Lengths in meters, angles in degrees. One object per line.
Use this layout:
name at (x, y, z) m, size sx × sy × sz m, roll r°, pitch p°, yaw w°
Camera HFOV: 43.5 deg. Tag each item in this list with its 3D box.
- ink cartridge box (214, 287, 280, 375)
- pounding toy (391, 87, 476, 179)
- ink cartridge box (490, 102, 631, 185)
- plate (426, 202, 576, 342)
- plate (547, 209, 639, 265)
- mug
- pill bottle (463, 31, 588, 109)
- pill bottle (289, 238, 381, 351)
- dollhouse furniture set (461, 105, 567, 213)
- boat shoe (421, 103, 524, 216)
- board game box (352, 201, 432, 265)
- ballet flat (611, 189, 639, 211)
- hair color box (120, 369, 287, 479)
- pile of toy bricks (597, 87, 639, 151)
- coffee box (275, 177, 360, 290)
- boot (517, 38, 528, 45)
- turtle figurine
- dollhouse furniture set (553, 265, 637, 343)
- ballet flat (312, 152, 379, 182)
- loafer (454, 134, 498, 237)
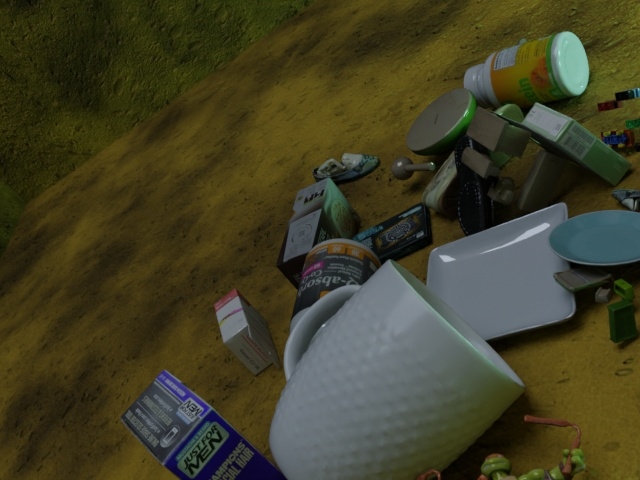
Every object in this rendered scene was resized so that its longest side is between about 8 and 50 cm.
ink cartridge box at (-0.156, 0.202, 1.699) m, size 0.067 × 0.115 × 0.198 m, roll -37°, pitch 29°, yaw 4°
pounding toy at (0.281, -0.216, 1.787) m, size 0.237 × 0.110 × 0.183 m, roll -56°, pitch 25°, yaw -15°
ink cartridge box at (0.441, -0.194, 1.491) m, size 0.056 × 0.171 × 0.235 m, roll -56°, pitch 27°, yaw 12°
plate at (0.311, 0.078, 1.399) m, size 0.277 × 0.045 × 0.278 m, roll -21°, pitch 34°, yaw 29°
plate at (0.464, 0.002, 1.297) m, size 0.188 × 0.024 × 0.188 m, roll -10°, pitch 25°, yaw 5°
mug at (0.071, 0.215, 1.239) m, size 0.328 × 0.276 × 0.374 m, roll -47°, pitch 41°, yaw 6°
pill bottle at (0.442, -0.358, 1.751) m, size 0.245 × 0.136 × 0.136 m, roll -7°, pitch 43°, yaw 45°
pill bottle at (0.029, 0.140, 1.523) m, size 0.162 × 0.162 × 0.278 m, roll -24°, pitch 33°, yaw 27°
dollhouse furniture set at (0.353, -0.149, 1.503) m, size 0.123 × 0.151 × 0.144 m, roll -123°, pitch 51°, yaw -63°
boat shoe at (0.317, -0.177, 1.681) m, size 0.285 × 0.104 × 0.089 m, roll -48°, pitch 33°, yaw -13°
board game box at (0.150, -0.002, 1.715) m, size 0.186 × 0.026 × 0.126 m, roll -27°, pitch 31°, yaw 23°
ballet flat at (0.538, -0.068, 1.345) m, size 0.114 × 0.041 × 0.041 m, roll -3°, pitch 46°, yaw 49°
hair color box at (-0.131, 0.359, 1.224) m, size 0.110 × 0.339 × 0.185 m, roll -49°, pitch 30°, yaw -15°
pile of toy bricks at (0.603, -0.219, 1.428) m, size 0.105 × 0.118 × 0.212 m, roll -16°, pitch 10°, yaw -24°
coffee box at (0.000, 0.000, 1.770) m, size 0.098 × 0.141 × 0.246 m, roll -22°, pitch 33°, yaw 29°
boot at (0.514, -0.455, 1.907) m, size 0.087 × 0.042 × 0.118 m, roll -13°, pitch 40°, yaw 30°
turtle figurine at (0.242, 0.364, 1.046) m, size 0.269 × 0.087 × 0.217 m, roll -24°, pitch 39°, yaw 10°
dollhouse furniture set at (0.427, 0.092, 1.228) m, size 0.076 × 0.059 × 0.152 m, roll -18°, pitch 24°, yaw -7°
ballet flat at (0.057, -0.186, 2.038) m, size 0.188 × 0.070 × 0.070 m, roll -20°, pitch 35°, yaw 31°
loafer at (0.316, -0.103, 1.563) m, size 0.080 × 0.078 × 0.220 m, roll 148°, pitch 124°, yaw -61°
